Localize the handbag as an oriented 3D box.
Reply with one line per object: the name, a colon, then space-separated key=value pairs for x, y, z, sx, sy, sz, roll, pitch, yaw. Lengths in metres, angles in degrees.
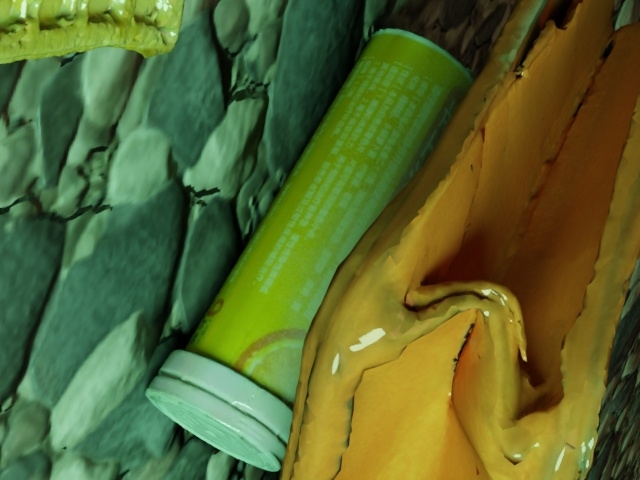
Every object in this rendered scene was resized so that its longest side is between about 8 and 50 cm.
handbag: x=0.067 y=0.074 z=0.740 sx=0.410 sy=0.116 sz=0.303 roll=106 pitch=11 yaw=-50

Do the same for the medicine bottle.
medicine bottle: x=0.000 y=0.000 z=0.720 sx=0.218 sy=0.074 sz=0.074 roll=-60 pitch=155 yaw=-17

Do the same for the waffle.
waffle: x=-0.089 y=-0.105 z=0.497 sx=0.153 sy=0.023 sz=0.097 roll=-21 pitch=129 yaw=-57
